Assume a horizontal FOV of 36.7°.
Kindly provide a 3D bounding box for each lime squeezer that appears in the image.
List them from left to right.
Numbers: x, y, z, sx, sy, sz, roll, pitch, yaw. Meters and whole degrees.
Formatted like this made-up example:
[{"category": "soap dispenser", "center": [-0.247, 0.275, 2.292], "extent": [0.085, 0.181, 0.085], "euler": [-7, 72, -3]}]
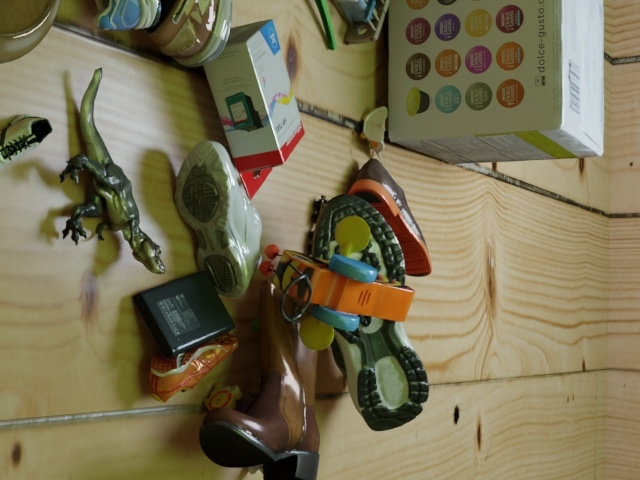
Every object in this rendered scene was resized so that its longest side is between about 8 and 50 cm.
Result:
[{"category": "lime squeezer", "center": [-0.035, -0.420, 1.549], "extent": [0.310, 0.058, 0.110], "euler": [27, 67, -54]}]

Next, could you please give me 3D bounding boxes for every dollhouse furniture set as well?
[{"category": "dollhouse furniture set", "center": [0.108, -0.433, 1.650], "extent": [0.129, 0.183, 0.129], "euler": [46, 52, -46]}]

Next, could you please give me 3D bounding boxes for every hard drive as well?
[{"category": "hard drive", "center": [-0.183, 0.098, 1.311], "extent": [0.135, 0.022, 0.094], "euler": [-20, 78, -55]}]

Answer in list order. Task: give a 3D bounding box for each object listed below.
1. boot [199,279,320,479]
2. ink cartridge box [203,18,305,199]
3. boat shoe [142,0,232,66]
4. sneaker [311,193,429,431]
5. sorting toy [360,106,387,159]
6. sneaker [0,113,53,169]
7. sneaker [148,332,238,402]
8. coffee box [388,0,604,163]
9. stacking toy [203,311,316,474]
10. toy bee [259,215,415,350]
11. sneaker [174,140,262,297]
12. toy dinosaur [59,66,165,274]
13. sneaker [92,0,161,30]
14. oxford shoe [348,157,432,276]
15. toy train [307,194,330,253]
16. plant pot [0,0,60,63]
[{"category": "boot", "center": [-0.071, 0.186, 1.370], "extent": [0.264, 0.096, 0.281], "euler": [34, 50, -46]}, {"category": "ink cartridge box", "center": [-0.089, -0.191, 1.414], "extent": [0.134, 0.077, 0.231], "euler": [-63, 140, -60]}, {"category": "boat shoe", "center": [-0.175, -0.400, 1.280], "extent": [0.116, 0.123, 0.325], "euler": [12, 78, -54]}, {"category": "sneaker", "center": [0.050, 0.112, 1.597], "extent": [0.158, 0.182, 0.411], "euler": [-19, 112, -18]}, {"category": "sorting toy", "center": [0.104, -0.190, 1.775], "extent": [0.075, 0.044, 0.083], "euler": [64, 28, -53]}, {"category": "sneaker", "center": [-0.346, -0.110, 1.081], "extent": [0.109, 0.043, 0.040], "euler": [-54, 134, -40]}, {"category": "sneaker", "center": [-0.179, 0.168, 1.333], "extent": [0.175, 0.064, 0.068], "euler": [-23, 133, -52]}, {"category": "coffee box", "center": [0.343, -0.340, 1.858], "extent": [0.338, 0.334, 0.338], "euler": [7, 83, -62]}, {"category": "stacking toy", "center": [-0.080, 0.228, 1.475], "extent": [0.221, 0.052, 0.167], "euler": [-59, 136, -40]}, {"category": "toy bee", "center": [0.002, 0.047, 1.391], "extent": [0.195, 0.162, 0.298], "euler": [-56, 142, -9]}, {"category": "sneaker", "center": [-0.136, -0.042, 1.377], "extent": [0.115, 0.090, 0.232], "euler": [-50, 138, -54]}, {"category": "toy dinosaur", "center": [-0.271, -0.067, 1.185], "extent": [0.118, 0.064, 0.268], "euler": [-43, 122, -57]}, {"category": "sneaker", "center": [-0.265, -0.357, 1.174], "extent": [0.081, 0.080, 0.211], "euler": [-25, 99, -30]}, {"category": "oxford shoe", "center": [0.145, -0.037, 1.787], "extent": [0.271, 0.096, 0.098], "euler": [58, 39, -39]}, {"category": "toy train", "center": [0.000, 0.000, 1.613], "extent": [0.027, 0.036, 0.158], "euler": [26, 68, -54]}, {"category": "plant pot", "center": [-0.368, -0.315, 1.060], "extent": [0.236, 0.032, 0.237], "euler": [3, 87, -56]}]
